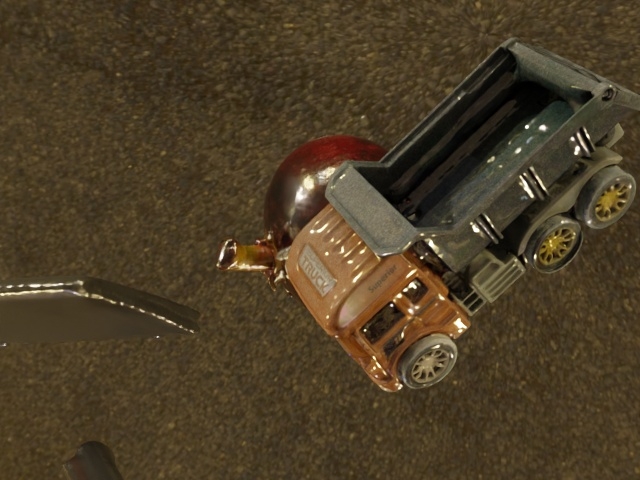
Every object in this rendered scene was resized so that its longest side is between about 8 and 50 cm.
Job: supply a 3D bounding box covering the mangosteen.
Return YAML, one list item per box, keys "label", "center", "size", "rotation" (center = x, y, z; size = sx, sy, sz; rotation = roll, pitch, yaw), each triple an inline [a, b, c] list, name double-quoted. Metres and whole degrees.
- label: "mangosteen"
  center: [0.000, 0.000, 0.861]
  size: [0.261, 0.235, 0.236]
  rotation: [-16, 103, -14]

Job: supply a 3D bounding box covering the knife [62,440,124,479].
- label: "knife"
  center: [-0.085, 0.168, 0.371]
  size: [0.060, 0.230, 0.028]
  rotation: [40, 79, -29]

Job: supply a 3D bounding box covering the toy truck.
- label: "toy truck"
  center: [0.072, -0.016, 0.372]
  size: [0.192, 0.083, 0.092]
  rotation: [-44, 131, 5]

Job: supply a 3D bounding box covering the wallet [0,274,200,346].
- label: "wallet"
  center: [-0.214, 0.051, 0.491]
  size: [0.244, 0.124, 0.025]
  rotation: [-7, 72, 26]
